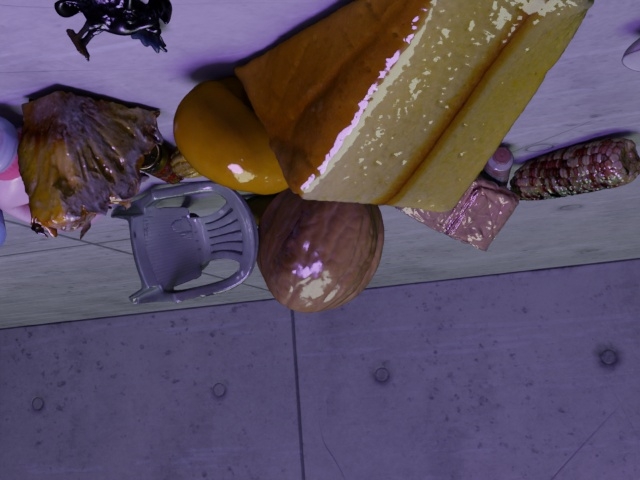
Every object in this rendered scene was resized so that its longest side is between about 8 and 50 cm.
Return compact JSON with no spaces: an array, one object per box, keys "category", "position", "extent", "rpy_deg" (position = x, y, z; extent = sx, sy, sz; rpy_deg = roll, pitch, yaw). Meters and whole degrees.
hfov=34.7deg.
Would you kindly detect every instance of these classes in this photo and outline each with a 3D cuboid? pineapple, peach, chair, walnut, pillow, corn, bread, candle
[{"category":"pineapple","position":[-0.306,-0.112,1.322],"extent":[0.115,0.186,0.236],"rpy_deg":[-14,-150,31]},{"category":"peach","position":[-0.092,-0.127,1.254],"extent":[0.179,0.179,0.103],"rpy_deg":[4,128,-41]},{"category":"chair","position":[-0.249,0.003,1.878],"extent":[0.191,0.203,0.275],"rpy_deg":[-12,-178,-23]},{"category":"walnut","position":[0.000,0.000,1.813],"extent":[0.225,0.260,0.225],"rpy_deg":[25,-173,-3]},{"category":"pillow","position":[0.240,-0.063,1.764],"extent":[0.233,0.043,0.126],"rpy_deg":[23,112,-35]},{"category":"corn","position":[0.430,-0.118,1.757],"extent":[0.086,0.086,0.253],"rpy_deg":[3,170,-36]},{"category":"corn","position":[-0.165,-0.133,1.468],"extent":[0.072,0.072,0.203],"rpy_deg":[0,170,-23]},{"category":"bread","position":[0.108,-0.222,1.119],"extent":[0.233,0.244,0.361],"rpy_deg":[4,137,-34]},{"category":"candle","position":[-0.242,-0.118,1.569],"extent":[0.052,0.052,0.131],"rpy_deg":[-7,169,14]}]

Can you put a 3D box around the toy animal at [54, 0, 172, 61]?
[{"category":"toy animal","position":[-0.201,-0.223,1.006],"extent":[0.108,0.062,0.220],"rpy_deg":[-23,168,1]}]

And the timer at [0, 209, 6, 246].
[{"category":"timer","position":[-0.671,0.009,1.459],"extent":[0.395,0.173,0.395],"rpy_deg":[-18,156,-8]}]

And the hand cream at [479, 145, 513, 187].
[{"category":"hand cream","position":[0.304,-0.123,1.788],"extent":[0.067,0.043,0.209],"rpy_deg":[32,174,9]}]

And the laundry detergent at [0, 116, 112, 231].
[{"category":"laundry detergent","position":[-0.399,-0.096,1.453],"extent":[0.159,0.088,0.335],"rpy_deg":[-42,164,2]}]

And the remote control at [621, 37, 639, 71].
[{"category":"remote control","position":[0.446,-0.246,1.152],"extent":[0.073,0.044,0.229],"rpy_deg":[18,150,-42]}]

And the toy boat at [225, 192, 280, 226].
[{"category":"toy boat","position":[-0.065,-0.056,1.967],"extent":[0.230,0.088,0.088],"rpy_deg":[-1,-151,-20]}]
